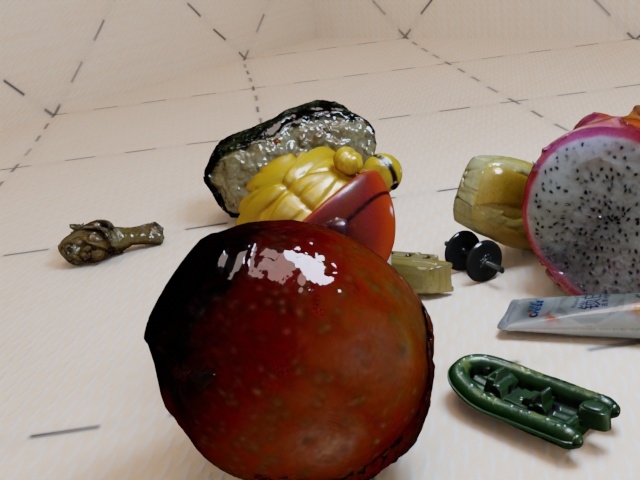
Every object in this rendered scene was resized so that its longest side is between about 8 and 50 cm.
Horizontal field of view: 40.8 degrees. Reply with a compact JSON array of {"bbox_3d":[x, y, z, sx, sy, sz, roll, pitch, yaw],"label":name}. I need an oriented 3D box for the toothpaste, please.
[{"bbox_3d":[0.402,0.100,1.138,0.323,0.066,0.100,-2,20,26],"label":"toothpaste"}]

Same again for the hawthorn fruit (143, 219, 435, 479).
[{"bbox_3d":[-0.035,0.113,0.897,0.316,0.316,0.316,-6,21,2],"label":"hawthorn fruit"}]

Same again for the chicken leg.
[{"bbox_3d":[-0.396,-0.007,1.627,0.196,0.080,0.125,-9,8,-7],"label":"chicken leg"}]

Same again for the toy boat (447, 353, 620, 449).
[{"bbox_3d":[0.236,0.180,0.984,0.104,0.052,0.210,-25,29,-35],"label":"toy boat"}]

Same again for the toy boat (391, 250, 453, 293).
[{"bbox_3d":[0.118,0.047,1.361,0.200,0.057,0.077,5,19,28],"label":"toy boat"}]

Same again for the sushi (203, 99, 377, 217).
[{"bbox_3d":[-0.059,-0.150,1.726,0.350,0.211,0.171,-13,26,-2],"label":"sushi"}]

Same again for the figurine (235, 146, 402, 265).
[{"bbox_3d":[0.003,0.004,1.148,0.320,0.323,0.196,-44,63,-7],"label":"figurine"}]

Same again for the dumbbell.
[{"bbox_3d":[0.242,0.024,1.362,0.069,0.069,0.147,-16,23,-24],"label":"dumbbell"}]

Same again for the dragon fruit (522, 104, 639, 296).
[{"bbox_3d":[0.442,-0.058,1.236,0.290,0.291,0.189,8,19,33],"label":"dragon fruit"}]

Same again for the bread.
[{"bbox_3d":[0.328,-0.058,1.400,0.236,0.140,0.106,9,12,-37],"label":"bread"}]
